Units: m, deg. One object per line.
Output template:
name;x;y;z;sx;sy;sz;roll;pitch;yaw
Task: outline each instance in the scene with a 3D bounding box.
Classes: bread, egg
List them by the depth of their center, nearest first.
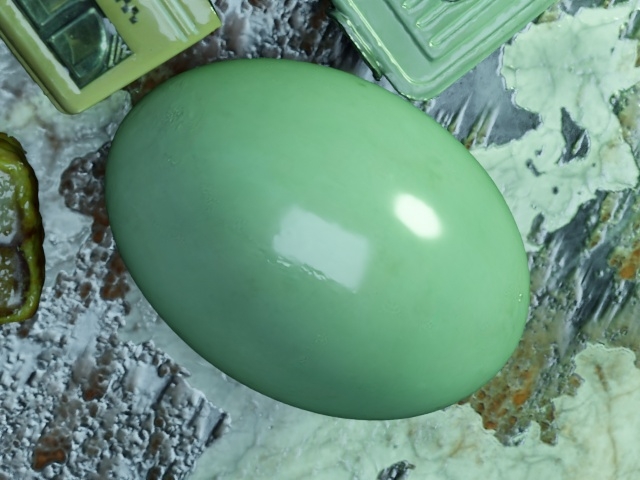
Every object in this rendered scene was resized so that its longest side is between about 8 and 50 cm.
egg;0.000;0.000;1.478;0.389;0.276;0.276;28;96;-14
bread;-0.345;-0.013;1.495;0.222;0.096;0.181;1;106;-13

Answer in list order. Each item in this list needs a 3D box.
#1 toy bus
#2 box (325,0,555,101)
toy bus;-0.240;-0.292;1.407;0.202;0.177;0.365;-34;110;4
box;0.107;-0.250;1.516;0.243;0.135;0.163;-40;110;-2
